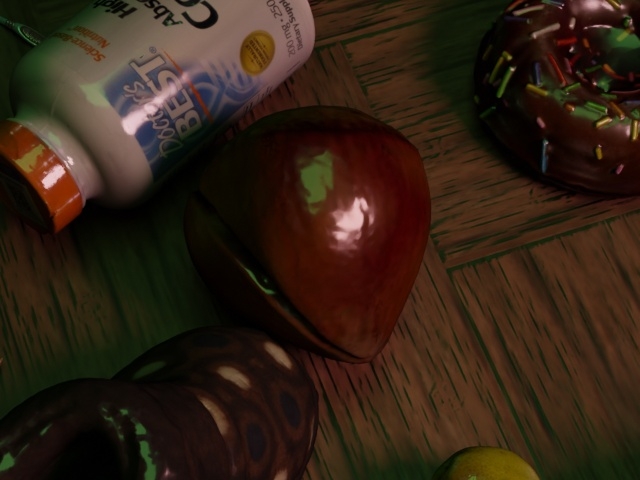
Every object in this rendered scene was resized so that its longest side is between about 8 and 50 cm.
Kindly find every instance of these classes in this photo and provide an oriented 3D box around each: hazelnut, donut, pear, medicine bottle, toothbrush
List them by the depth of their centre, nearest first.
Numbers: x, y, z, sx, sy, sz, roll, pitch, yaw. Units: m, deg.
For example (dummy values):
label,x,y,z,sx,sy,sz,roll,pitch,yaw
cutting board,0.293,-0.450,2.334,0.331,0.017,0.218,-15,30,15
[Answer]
label,x,y,z,sx,sy,sz,roll,pitch,yaw
pear,0.124,0.196,1.199,0.092,0.097,0.092,-18,41,17
hazelnut,0.000,0.000,1.246,0.208,0.208,0.208,2,61,-3
medicine bottle,-0.150,-0.131,1.318,0.157,0.157,0.289,39,65,16
donut,0.247,-0.155,1.397,0.216,0.096,0.230,22,62,7
toothbrush,-0.254,-0.181,1.417,0.193,0.019,0.013,32,63,11

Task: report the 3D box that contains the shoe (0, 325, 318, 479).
label,x,y,z,sx,sy,sz,roll,pitch,yaw
shoe,-0.133,0.170,1.097,0.171,0.237,0.384,37,58,13

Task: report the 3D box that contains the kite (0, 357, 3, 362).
label,x,y,z,sx,sy,sz,roll,pitch,yaw
kite,-0.342,0.120,1.247,0.183,0.014,0.241,-27,67,-15
